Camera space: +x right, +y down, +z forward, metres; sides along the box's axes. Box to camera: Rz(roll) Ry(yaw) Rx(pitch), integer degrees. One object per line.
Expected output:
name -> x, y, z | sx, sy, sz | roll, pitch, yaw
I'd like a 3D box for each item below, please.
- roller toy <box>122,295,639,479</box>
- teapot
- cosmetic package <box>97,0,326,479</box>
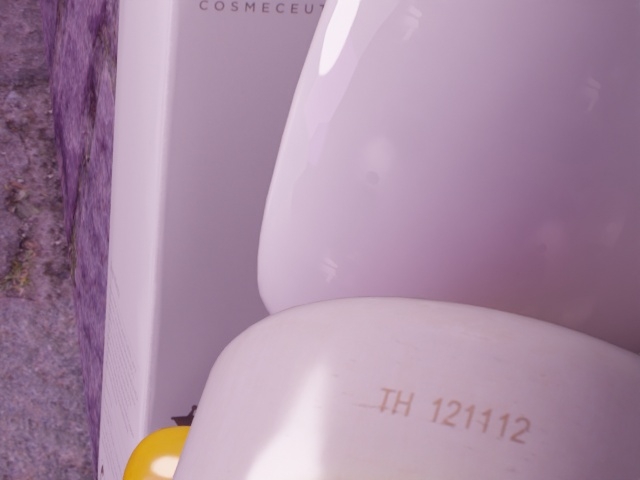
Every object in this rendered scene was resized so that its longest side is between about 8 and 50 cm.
roller toy -> 0.043, 0.107, 0.542 | 0.209, 0.191, 0.146 | -33, 35, 59
teapot -> 0.102, -0.046, 0.629 | 0.256, 0.187, 0.252 | 84, -152, -71
cosmetic package -> 0.000, 0.000, 0.926 | 0.156, 0.217, 0.385 | -120, 31, -61
